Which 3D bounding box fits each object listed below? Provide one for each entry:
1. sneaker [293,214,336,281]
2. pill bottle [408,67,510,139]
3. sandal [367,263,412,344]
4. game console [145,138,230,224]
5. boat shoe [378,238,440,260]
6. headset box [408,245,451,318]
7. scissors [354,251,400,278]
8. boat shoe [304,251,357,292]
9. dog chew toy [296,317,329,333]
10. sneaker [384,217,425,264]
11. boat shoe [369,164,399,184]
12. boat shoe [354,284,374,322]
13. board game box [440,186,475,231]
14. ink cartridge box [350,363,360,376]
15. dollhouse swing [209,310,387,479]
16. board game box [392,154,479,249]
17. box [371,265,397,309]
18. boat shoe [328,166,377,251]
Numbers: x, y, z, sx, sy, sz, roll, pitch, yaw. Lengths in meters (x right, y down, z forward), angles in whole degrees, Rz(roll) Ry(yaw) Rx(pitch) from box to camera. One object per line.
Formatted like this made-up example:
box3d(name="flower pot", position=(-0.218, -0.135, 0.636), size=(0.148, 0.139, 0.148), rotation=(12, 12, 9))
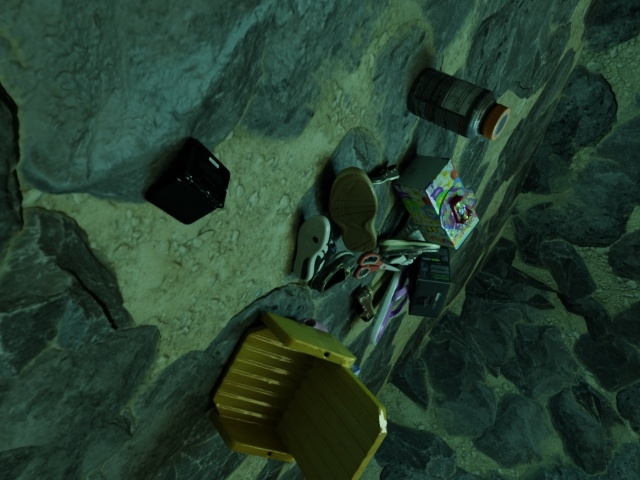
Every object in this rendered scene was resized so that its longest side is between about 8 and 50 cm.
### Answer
box3d(name="sneaker", position=(0.000, 0.000, 1.168), size=(0.121, 0.079, 0.217), rotation=(-34, 155, -43))
box3d(name="pill bottle", position=(0.368, -0.352, 1.191), size=(0.130, 0.245, 0.130), rotation=(-40, 150, -29))
box3d(name="sandal", position=(0.311, 0.248, 1.837), size=(0.416, 0.102, 0.169), rotation=(-61, 162, -20))
box3d(name="game console", position=(-0.217, -0.095, 0.755), size=(0.122, 0.071, 0.107), rotation=(48, 47, -64))
box3d(name="boat shoe", position=(0.310, 0.033, 1.588), size=(0.080, 0.223, 0.074), rotation=(-153, -113, -80))
box3d(name="headset box", position=(0.450, 0.154, 1.881), size=(0.246, 0.131, 0.283), rotation=(93, 6, -48))
box3d(name="scissors", position=(0.228, 0.086, 1.646), size=(0.297, 0.021, 0.109), rotation=(-2, 123, -45))
box3d(name="boat shoe", position=(0.047, 0.099, 1.354), size=(0.227, 0.068, 0.081), rotation=(-24, 140, -47))
box3d(name="dog chew toy", position=(-0.045, 0.378, 1.388), size=(0.206, 0.206, 0.332), rotation=(-29, 135, -43))
box3d(name="sneaker", position=(0.338, -0.017, 1.669), size=(0.118, 0.110, 0.292), rotation=(-4, 133, -40))
box3d(name="boat shoe", position=(0.174, -0.186, 1.283), size=(0.133, 0.048, 0.042), rotation=(-24, 112, -38))
box3d(name="boat shoe", position=(0.159, 0.253, 1.724), size=(0.073, 0.073, 0.207), rotation=(-41, 143, -25))
box3d(name="board game box", position=(0.444, -0.094, 1.410), size=(0.168, 0.033, 0.133), rotation=(5, 100, -38))
box3d(name="ink cartridge box", position=(-0.012, 0.591, 1.718), size=(0.270, 0.151, 0.396), rotation=(-10, 130, -57))
box3d(name="dollhouse swing", position=(-0.068, 0.434, 1.129), size=(0.315, 0.305, 0.347), rotation=(25, 101, -26))
box3d(name="board game box", position=(0.380, -0.123, 1.467), size=(0.144, 0.142, 0.275), rotation=(-49, 126, -15))
box3d(name="box", position=(0.246, 0.218, 1.883), size=(0.201, 0.021, 0.164), rotation=(-40, 149, -31))
box3d(name="boat shoe", position=(0.090, -0.093, 1.189), size=(0.341, 0.121, 0.110), rotation=(77, 15, -59))
